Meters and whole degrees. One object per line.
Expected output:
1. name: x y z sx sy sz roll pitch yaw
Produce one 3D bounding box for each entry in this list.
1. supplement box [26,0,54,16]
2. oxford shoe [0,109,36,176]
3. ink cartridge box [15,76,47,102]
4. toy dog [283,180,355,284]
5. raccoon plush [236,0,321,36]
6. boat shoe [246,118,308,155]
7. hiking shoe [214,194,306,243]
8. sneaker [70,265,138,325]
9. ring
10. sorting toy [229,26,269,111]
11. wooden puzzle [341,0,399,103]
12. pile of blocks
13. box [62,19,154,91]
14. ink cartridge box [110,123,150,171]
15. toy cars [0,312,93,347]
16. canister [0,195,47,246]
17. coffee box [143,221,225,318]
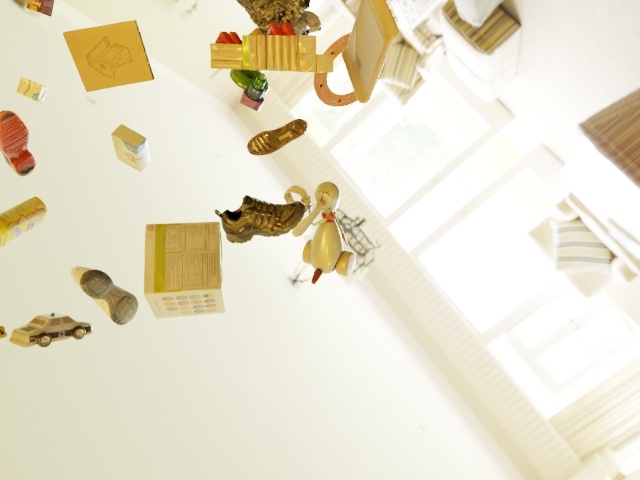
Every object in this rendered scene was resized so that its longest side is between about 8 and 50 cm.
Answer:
1. supplement box: -0.789 -0.687 1.434 0.055 0.083 0.043 20 -168 13
2. oxford shoe: -0.995 -0.319 1.616 0.098 0.271 0.097 37 -128 8
3. ink cartridge box: -0.816 -0.425 1.419 0.083 0.048 0.028 22 -175 2
4. toy dog: 0.000 0.000 1.505 0.161 0.220 0.333 -58 -46 -42
5. raccoon plush: -0.198 -0.633 1.292 0.446 0.299 0.216 20 -120 -13
6. boat shoe: -0.120 -0.297 1.473 0.072 0.190 0.068 -67 -42 -74
7. hiking shoe: -0.152 -0.066 1.296 0.086 0.227 0.114 -102 -8 -47
8. sneaker: -0.730 0.178 1.727 0.129 0.111 0.297 23 149 35
9. ring: 0.117 -0.687 2.032 0.032 0.336 0.336 55 -166 31
10. sorting toy: -0.194 -0.540 1.530 0.127 0.126 0.365 16 -139 -24
11. wooden puzzle: 0.134 -0.528 1.364 0.044 0.238 0.221 -4 -119 -21
12. pile of blocks: -0.121 -0.490 1.283 0.362 0.112 0.149 11 -158 24
13. box: -0.585 -0.512 1.412 0.021 0.201 0.164 -97 -3 -58
14. ink cartridge box: -0.561 -0.272 1.504 0.088 0.052 0.122 30 152 5
15. toy cars: -0.805 0.221 1.307 0.394 0.087 0.176 0 -176 -16
16. canister: -0.984 -0.062 1.642 0.073 0.126 0.170 45 -137 -3
17. coffee box: -0.616 0.140 2.349 0.337 0.334 0.338 106 159 -63
